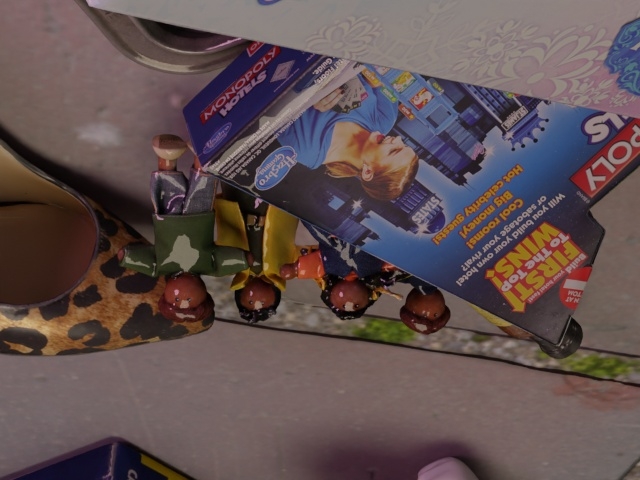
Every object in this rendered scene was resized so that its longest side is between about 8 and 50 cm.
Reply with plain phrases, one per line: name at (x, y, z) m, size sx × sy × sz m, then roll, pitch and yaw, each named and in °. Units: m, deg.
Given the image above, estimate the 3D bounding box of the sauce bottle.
sauce bottle at (0.104, 0.029, 0.814) m, size 0.042 × 0.042 × 0.128 m, roll -21°, pitch 138°, yaw 28°

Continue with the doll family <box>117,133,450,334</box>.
doll family at (0.000, 0.000, 0.726) m, size 0.193 × 0.076 × 0.111 m, roll 4°, pitch 112°, yaw 5°

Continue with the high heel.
high heel at (-0.157, -0.027, 0.691) m, size 0.261 × 0.093 × 0.186 m, roll 19°, pitch 148°, yaw -10°

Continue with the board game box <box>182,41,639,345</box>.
board game box at (0.077, -0.051, 0.639) m, size 0.194 × 0.060 × 0.194 m, roll -41°, pitch 122°, yaw 12°

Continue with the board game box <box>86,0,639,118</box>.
board game box at (0.137, -0.159, 0.378) m, size 0.319 × 0.065 × 0.318 m, roll 2°, pitch 144°, yaw -50°

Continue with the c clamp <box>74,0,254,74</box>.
c clamp at (-0.056, -0.128, 0.613) m, size 0.137 × 0.022 × 0.160 m, roll -12°, pitch 142°, yaw 17°

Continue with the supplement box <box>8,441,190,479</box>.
supplement box at (-0.112, 0.326, 1.107) m, size 0.195 × 0.194 × 0.356 m, roll -23°, pitch 139°, yaw 29°

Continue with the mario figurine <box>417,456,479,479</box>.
mario figurine at (0.079, 0.268, 1.060) m, size 0.170 × 0.198 × 0.321 m, roll -12°, pitch 157°, yaw 36°
